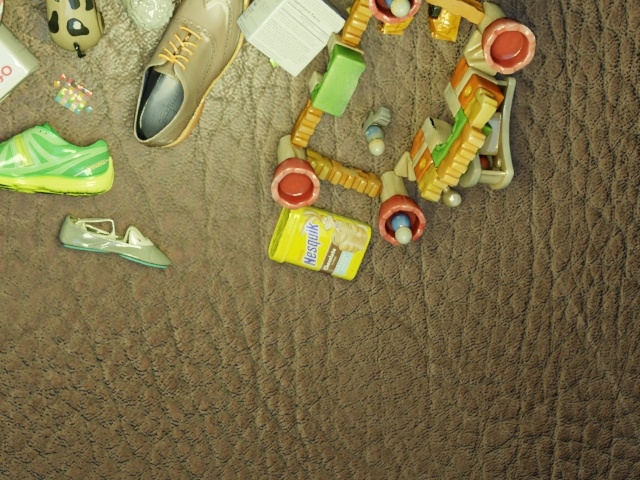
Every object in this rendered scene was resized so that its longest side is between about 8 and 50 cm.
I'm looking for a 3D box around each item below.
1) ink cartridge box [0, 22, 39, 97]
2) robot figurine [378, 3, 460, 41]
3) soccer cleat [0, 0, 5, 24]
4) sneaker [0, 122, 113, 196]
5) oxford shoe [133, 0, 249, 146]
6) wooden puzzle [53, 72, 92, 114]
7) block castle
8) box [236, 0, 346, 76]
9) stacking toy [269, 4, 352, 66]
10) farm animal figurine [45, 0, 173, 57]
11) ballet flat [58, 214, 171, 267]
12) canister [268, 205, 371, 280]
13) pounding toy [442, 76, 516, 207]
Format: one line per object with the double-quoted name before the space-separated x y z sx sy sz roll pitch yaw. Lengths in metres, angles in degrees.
"ink cartridge box" -0.647 -0.329 1.492 0.201 0.117 0.278 -40 110 5
"robot figurine" 0.192 -0.513 1.599 0.211 0.085 0.290 4 108 -12
"soccer cleat" -0.571 -0.304 1.374 0.109 0.116 0.318 22 110 -14
"sneaker" -0.519 -0.149 1.596 0.296 0.109 0.123 6 84 -10
"oxford shoe" -0.224 -0.323 1.547 0.130 0.133 0.363 24 103 3
"wooden puzzle" -0.446 -0.261 1.609 0.083 0.006 0.049 33 99 -18
"block castle" 0.130 -0.221 1.520 0.303 0.212 0.453 19 120 -18
"box" -0.050 -0.379 1.543 0.137 0.072 0.126 -44 134 16
"stacking toy" -0.034 -0.439 1.600 0.221 0.052 0.167 -32 110 2
"farm animal figurine" -0.447 -0.450 1.460 0.330 0.172 0.326 -24 110 -2
"ballet flat" -0.379 -0.002 1.672 0.213 0.072 0.068 14 99 -14
"canister" 0.000 0.000 1.737 0.170 0.073 0.126 17 104 -16
"pounding toy" 0.273 -0.180 1.683 0.155 0.154 0.269 3 107 -11
